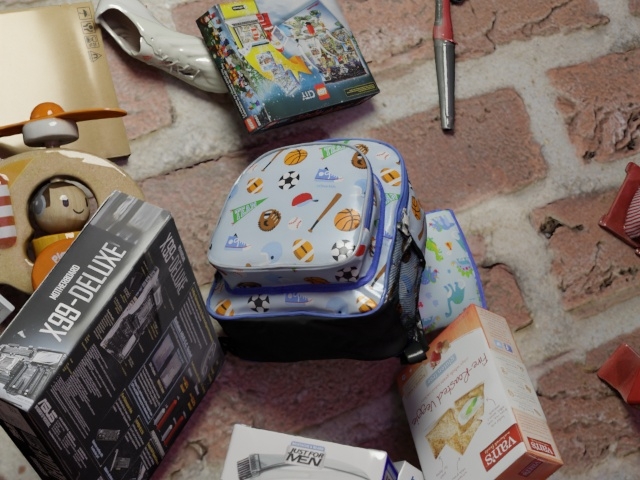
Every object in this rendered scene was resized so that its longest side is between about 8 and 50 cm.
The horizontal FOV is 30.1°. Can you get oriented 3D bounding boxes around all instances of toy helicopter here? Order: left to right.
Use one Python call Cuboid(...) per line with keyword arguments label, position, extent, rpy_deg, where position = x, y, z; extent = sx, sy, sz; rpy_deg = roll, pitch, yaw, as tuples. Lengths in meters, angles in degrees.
Cuboid(label="toy helicopter", position=(-0.359, -0.066, 1.303), extent=(0.355, 0.140, 0.235), rpy_deg=(19, 83, -8))

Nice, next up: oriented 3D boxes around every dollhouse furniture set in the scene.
Cuboid(label="dollhouse furniture set", position=(0.471, 0.062, 1.655), extent=(0.152, 0.201, 0.374), rpy_deg=(34, 70, -14))

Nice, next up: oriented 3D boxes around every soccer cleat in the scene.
Cuboid(label="soccer cleat", position=(-0.193, -0.236, 1.474), extent=(0.196, 0.068, 0.076), rpy_deg=(33, 36, -8))

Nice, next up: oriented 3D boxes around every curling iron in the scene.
Cuboid(label="curling iron", position=(0.189, -0.287, 1.698), extent=(0.068, 0.035, 0.274), rpy_deg=(12, 71, -23))

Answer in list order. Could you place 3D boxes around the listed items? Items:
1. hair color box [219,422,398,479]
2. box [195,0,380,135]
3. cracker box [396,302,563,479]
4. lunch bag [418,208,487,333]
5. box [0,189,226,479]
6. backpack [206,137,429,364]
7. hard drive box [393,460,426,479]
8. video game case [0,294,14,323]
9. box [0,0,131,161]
Cuboid(label="hair color box", position=(-0.041, 0.389, 1.309), extent=(0.185, 0.110, 0.339), rpy_deg=(8, 69, 17))
Cuboid(label="box", position=(-0.037, -0.234, 1.526), extent=(0.233, 0.044, 0.159), rpy_deg=(-22, 86, -49))
Cuboid(label="cracker box", position=(0.183, 0.213, 1.427), extent=(0.067, 0.156, 0.232), rpy_deg=(23, 33, -31))
Cuboid(label="lunch bag", position=(0.130, 0.042, 1.543), extent=(0.128, 0.096, 0.151), rpy_deg=(-12, 91, -28))
Cuboid(label="box", position=(-0.215, 0.134, 1.239), extent=(0.076, 0.307, 0.242), rpy_deg=(21, 62, 21))
Cuboid(label="backpack", position=(0.000, 0.000, 1.405), extent=(0.213, 0.276, 0.263), rpy_deg=(72, 26, -44))
Cuboid(label="hard drive box", position=(0.137, 0.407, 1.448), extent=(0.232, 0.089, 0.181), rpy_deg=(34, 63, -14))
Cuboid(label="video game case", position=(-0.396, 0.083, 1.272), extent=(0.087, 0.122, 0.011), rpy_deg=(43, 20, -9))
Cuboid(label="box", position=(-0.328, -0.182, 1.422), extent=(0.164, 0.021, 0.201), rpy_deg=(-12, 83, -26))
